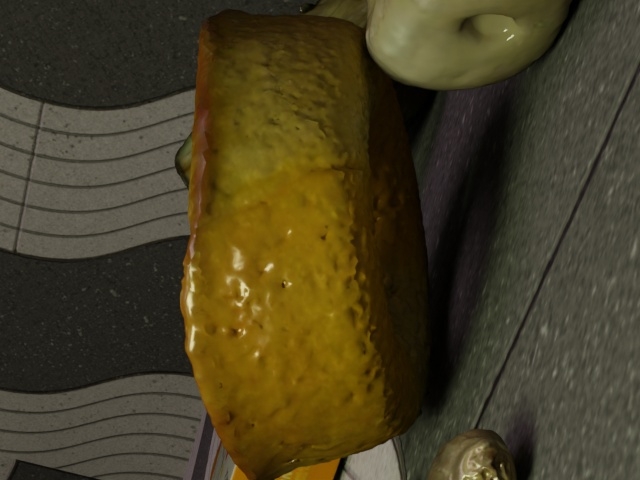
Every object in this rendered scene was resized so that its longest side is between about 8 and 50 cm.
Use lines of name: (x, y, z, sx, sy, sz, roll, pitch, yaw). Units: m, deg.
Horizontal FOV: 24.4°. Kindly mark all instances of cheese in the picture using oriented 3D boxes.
cheese: (0.097, -0.192, 0.850, 0.235, 0.117, 0.218, -82, 6, -65)

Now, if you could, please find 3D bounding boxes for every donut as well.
donut: (0.000, 0.000, 0.920, 0.303, 0.110, 0.303, -6, -90, -78)

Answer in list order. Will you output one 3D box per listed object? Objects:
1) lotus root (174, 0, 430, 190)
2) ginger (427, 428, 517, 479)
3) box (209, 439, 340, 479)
lotus root: (0.008, -0.103, 1.295, 0.314, 0.142, 0.210, -46, 41, -3)
ginger: (0.023, 0.177, 0.763, 0.258, 0.065, 0.149, -60, 5, 26)
box: (-0.031, 0.163, 1.306, 0.221, 0.091, 0.274, -88, 15, -69)
